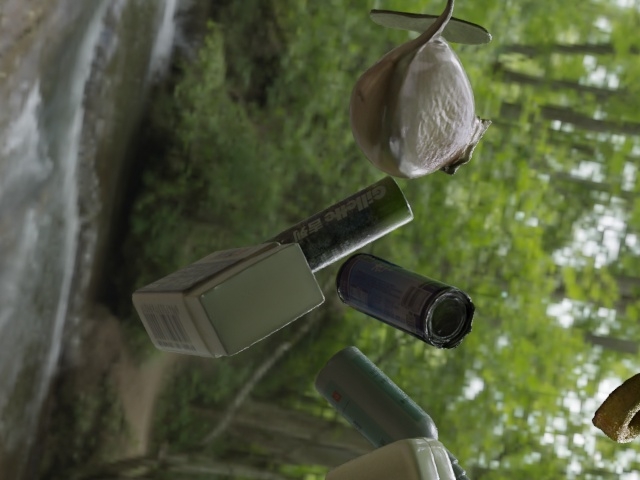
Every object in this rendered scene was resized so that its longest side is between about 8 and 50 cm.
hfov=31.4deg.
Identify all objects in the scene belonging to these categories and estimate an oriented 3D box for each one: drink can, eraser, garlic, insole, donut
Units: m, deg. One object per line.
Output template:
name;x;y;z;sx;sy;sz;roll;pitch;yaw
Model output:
drink can;0.125;0.089;1.743;0.235;0.097;0.097;20;-78;54
eraser;-0.110;0.066;1.248;0.081;0.124;0.279;65;-22;-7
garlic;0.098;-0.162;1.269;0.148;0.128;0.266;-60;159;-19
insole;0.160;-0.314;1.670;0.010;0.192;0.063;-68;152;-15
donut;0.569;0.306;2.070;0.058;0.152;0.152;52;-39;39

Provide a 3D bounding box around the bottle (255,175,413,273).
bottle;0.000;0.000;2.020;0.093;0.330;0.093;62;-2;3

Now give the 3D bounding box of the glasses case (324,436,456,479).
glasses case;0.102;0.367;1.162;0.131;0.070;0.313;-31;-117;33

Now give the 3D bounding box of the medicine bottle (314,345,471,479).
medicine bottle;0.144;0.343;2.062;0.110;0.352;0.110;-40;158;-20
